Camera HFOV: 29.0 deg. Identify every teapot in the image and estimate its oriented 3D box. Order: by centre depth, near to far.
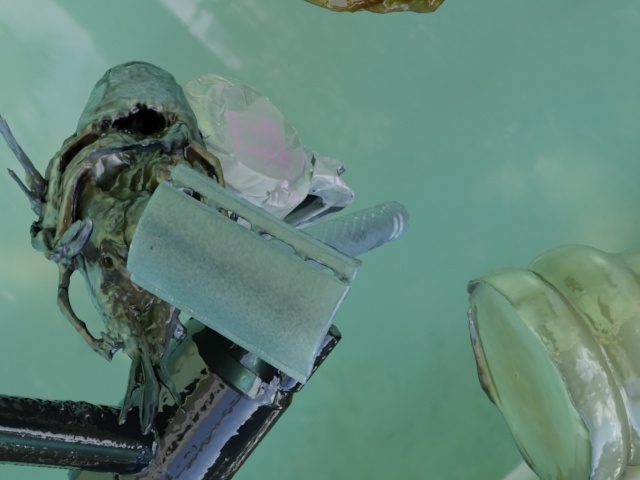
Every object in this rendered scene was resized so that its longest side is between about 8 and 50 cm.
[{"bbox_3d":[-0.101,-0.063,1.272,0.178,0.163,0.221,-40,164,34],"label":"teapot"}]

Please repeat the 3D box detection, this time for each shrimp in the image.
[{"bbox_3d":[-0.149,-0.017,0.865,0.172,0.372,0.137,8,117,-13],"label":"shrimp"}]

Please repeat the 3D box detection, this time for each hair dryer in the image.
[{"bbox_3d":[-0.142,0.115,0.939,0.244,0.116,0.302,-53,150,11],"label":"hair dryer"}]

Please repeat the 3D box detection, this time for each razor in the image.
[{"bbox_3d":[0.000,0.000,0.673,0.068,0.106,0.232,-65,164,18],"label":"razor"}]

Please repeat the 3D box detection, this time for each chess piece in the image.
[{"bbox_3d":[0.287,0.044,0.907,0.330,0.182,0.182,-24,154,-11],"label":"chess piece"}]

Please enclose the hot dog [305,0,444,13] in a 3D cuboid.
[{"bbox_3d":[0.018,-0.225,0.514,0.175,0.259,0.114,-8,158,30],"label":"hot dog"}]
